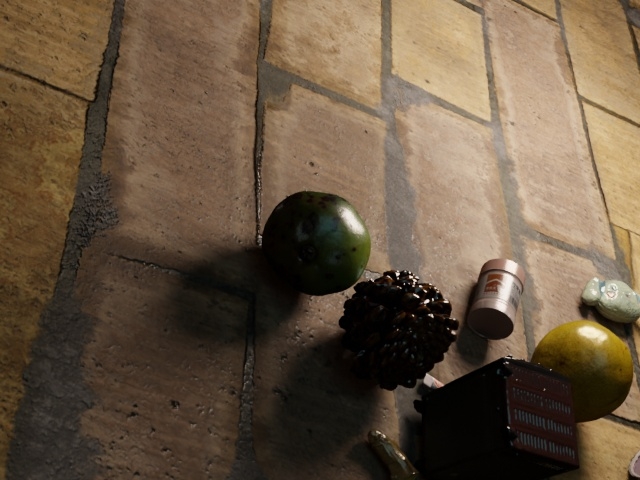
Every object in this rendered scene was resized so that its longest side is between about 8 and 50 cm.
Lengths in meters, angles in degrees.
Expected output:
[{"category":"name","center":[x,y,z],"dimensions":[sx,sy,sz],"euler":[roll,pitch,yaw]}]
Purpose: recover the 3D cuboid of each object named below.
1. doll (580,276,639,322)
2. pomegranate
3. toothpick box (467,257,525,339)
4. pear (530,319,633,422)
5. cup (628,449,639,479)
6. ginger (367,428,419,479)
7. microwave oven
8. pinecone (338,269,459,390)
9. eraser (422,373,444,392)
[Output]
[{"category":"doll","center":[0.702,0.143,2.180],"dimensions":[0.214,0.072,0.104],"euler":[13,45,-19]},{"category":"pomegranate","center":[0.000,0.000,1.709],"dimensions":[0.202,0.202,0.248],"euler":[47,14,1]},{"category":"toothpick box","center":[0.370,0.122,1.933],"dimensions":[0.098,0.098,0.149],"euler":[35,46,-11]},{"category":"pear","center":[0.522,0.269,1.867],"dimensions":[0.208,0.209,0.209],"euler":[19,51,-25]},{"category":"cup","center":[0.805,0.542,1.903],"dimensions":[0.288,0.203,0.203],"euler":[54,45,-1]},{"category":"ginger","center":[0.132,0.387,1.614],"dimensions":[0.057,0.044,0.137],"euler":[-27,76,-26]},{"category":"microwave oven","center":[0.309,0.327,1.637],"dimensions":[0.178,0.247,0.188],"euler":[18,57,-28]},{"category":"pinecone","center":[0.134,0.155,1.674],"dimensions":[0.221,0.221,0.222],"euler":[19,51,-25]},{"category":"eraser","center":[0.236,0.292,1.771],"dimensions":[0.099,0.019,0.027],"euler":[34,47,-11]}]
